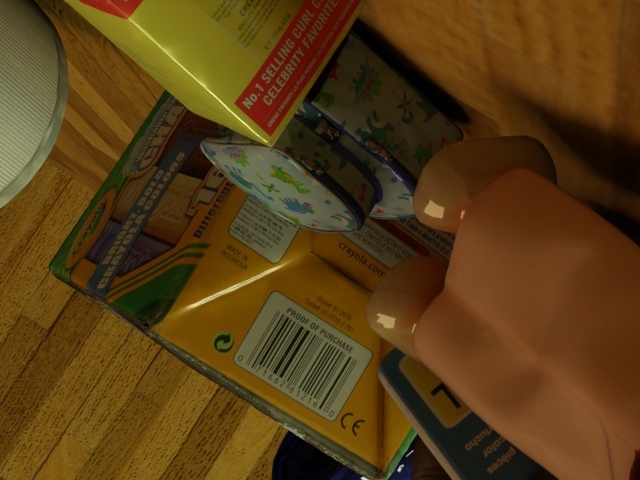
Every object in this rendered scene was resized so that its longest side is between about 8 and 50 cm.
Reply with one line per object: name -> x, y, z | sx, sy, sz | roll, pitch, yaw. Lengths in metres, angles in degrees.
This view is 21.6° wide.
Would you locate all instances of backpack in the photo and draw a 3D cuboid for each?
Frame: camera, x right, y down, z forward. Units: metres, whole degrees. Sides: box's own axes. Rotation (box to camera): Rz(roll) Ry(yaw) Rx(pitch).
backpack -> 0.004, -0.051, 0.835 | 0.114, 0.084, 0.105 | 34, 164, -29

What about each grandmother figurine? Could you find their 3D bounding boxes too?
grandmother figurine -> 0.150, 0.077, 0.642 | 0.104, 0.208, 0.342 | -4, -147, -32

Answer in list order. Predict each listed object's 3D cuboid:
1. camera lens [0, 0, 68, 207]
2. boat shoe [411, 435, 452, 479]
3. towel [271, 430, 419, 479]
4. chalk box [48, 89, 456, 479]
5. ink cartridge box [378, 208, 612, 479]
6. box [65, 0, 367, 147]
camera lens -> -0.327, -0.139, 1.222 | 0.219, 0.219, 0.274 | 30, 173, 24
boat shoe -> 0.218, 0.166, 1.087 | 0.342, 0.123, 0.123 | 1, 162, -14
towel -> 0.117, 0.138, 1.174 | 0.308, 0.227, 0.076 | 40, -170, -49
chalk box -> -0.035, 0.000, 1.042 | 0.180, 0.179, 0.289 | 35, 174, -23
ink cartridge box -> 0.220, 0.198, 0.774 | 0.270, 0.151, 0.395 | 50, -177, -40
box -> -0.075, -0.130, 0.656 | 0.058, 0.087, 0.232 | 28, 171, 39
